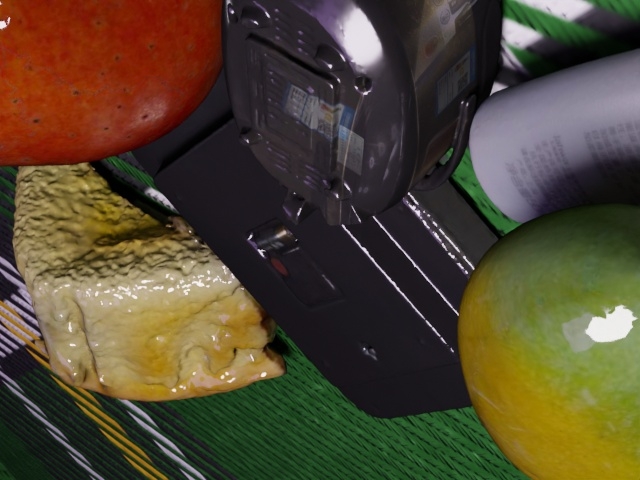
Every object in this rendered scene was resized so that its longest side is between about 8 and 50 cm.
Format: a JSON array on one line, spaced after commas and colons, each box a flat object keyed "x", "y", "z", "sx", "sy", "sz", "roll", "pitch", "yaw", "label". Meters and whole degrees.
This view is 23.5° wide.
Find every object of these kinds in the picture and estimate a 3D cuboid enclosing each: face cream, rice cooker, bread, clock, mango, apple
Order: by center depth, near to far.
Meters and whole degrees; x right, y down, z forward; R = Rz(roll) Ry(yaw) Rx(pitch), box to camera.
[{"x": 0.141, "y": -0.041, "z": 0.612, "sx": 0.084, "sy": 0.057, "sz": 0.198, "roll": 51, "pitch": 155, "yaw": -20, "label": "face cream"}, {"x": 0.135, "y": 0.059, "z": 0.641, "sx": 0.156, "sy": 0.114, "sz": 0.251, "roll": 13, "pitch": 170, "yaw": 30, "label": "mango"}, {"x": 0.016, "y": -0.083, "z": 0.694, "sx": 0.112, "sy": 0.106, "sz": 0.165, "roll": 30, "pitch": 142, "yaw": 25, "label": "rice cooker"}, {"x": -0.152, "y": -0.147, "z": 0.735, "sx": 0.234, "sy": 0.234, "sz": 0.234, "roll": 37, "pitch": 155, "yaw": 20, "label": "apple"}, {"x": 0.000, "y": 0.000, "z": 0.926, "sx": 0.273, "sy": 0.049, "sz": 0.279, "roll": 48, "pitch": 157, "yaw": -7, "label": "clock"}, {"x": -0.154, "y": 0.046, "z": 1.151, "sx": 0.252, "sy": 0.133, "sz": 0.174, "roll": 33, "pitch": 152, "yaw": 30, "label": "bread"}]
